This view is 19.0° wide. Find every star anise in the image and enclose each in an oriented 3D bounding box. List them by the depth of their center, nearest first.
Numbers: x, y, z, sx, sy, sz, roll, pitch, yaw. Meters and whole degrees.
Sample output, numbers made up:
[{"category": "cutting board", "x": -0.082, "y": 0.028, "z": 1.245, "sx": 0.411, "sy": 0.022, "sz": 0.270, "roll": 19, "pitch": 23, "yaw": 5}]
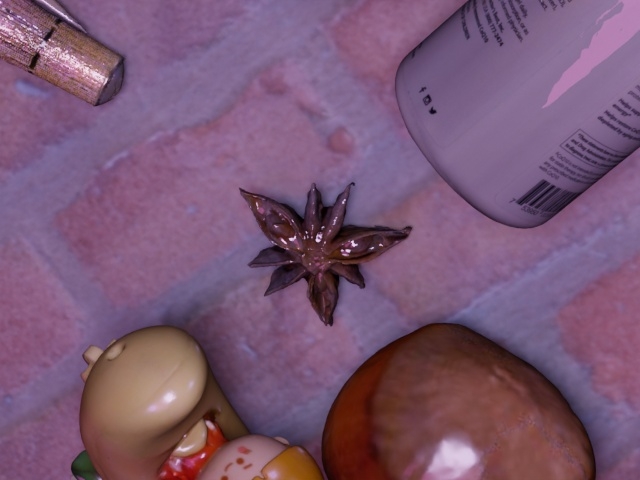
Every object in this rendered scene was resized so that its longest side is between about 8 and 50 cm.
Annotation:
[{"category": "star anise", "x": -0.011, "y": -0.003, "z": 1.485, "sx": 0.129, "sy": 0.056, "sz": 0.124, "roll": 32, "pitch": 115, "yaw": -15}]

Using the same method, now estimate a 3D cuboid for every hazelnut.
[{"category": "hazelnut", "x": 0.101, "y": 0.170, "z": 1.462, "sx": 0.214, "sy": 0.176, "sz": 0.214, "roll": 26, "pitch": 141, "yaw": 23}]

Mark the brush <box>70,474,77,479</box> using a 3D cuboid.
[{"category": "brush", "x": -0.097, "y": 0.295, "z": 1.651, "sx": 0.299, "sy": 0.042, "sz": 0.039, "roll": 37, "pitch": 118, "yaw": 4}]

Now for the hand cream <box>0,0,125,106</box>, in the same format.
[{"category": "hand cream", "x": -0.244, "y": -0.167, "z": 1.483, "sx": 0.203, "sy": 0.084, "sz": 0.084, "roll": 30, "pitch": 117, "yaw": -2}]

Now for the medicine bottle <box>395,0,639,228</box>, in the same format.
[{"category": "medicine bottle", "x": 0.200, "y": -0.148, "z": 1.310, "sx": 0.289, "sy": 0.157, "sz": 0.157, "roll": -40, "pitch": 96, "yaw": 26}]

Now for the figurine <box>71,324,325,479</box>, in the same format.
[{"category": "figurine", "x": -0.088, "y": 0.175, "z": 1.470, "sx": 0.222, "sy": 0.124, "sz": 0.324, "roll": 37, "pitch": 162, "yaw": 19}]
